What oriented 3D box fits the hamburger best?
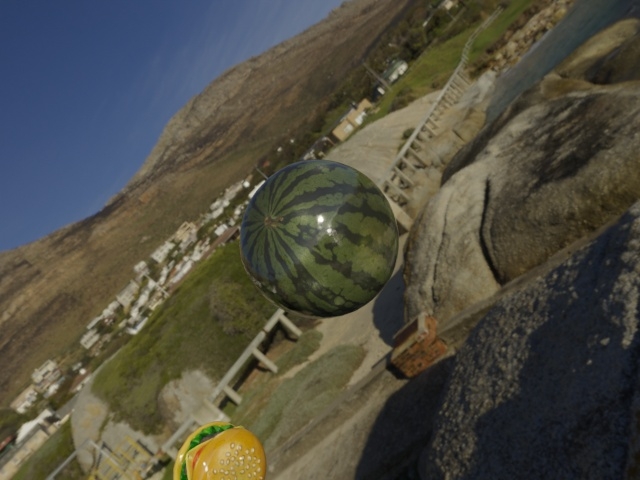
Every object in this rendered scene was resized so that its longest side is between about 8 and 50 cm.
[{"bbox_3d":[-0.175,0.402,0.806,0.115,0.162,0.162,-12,29,47],"label":"hamburger"}]

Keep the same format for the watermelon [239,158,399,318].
[{"bbox_3d":[0.000,0.000,0.605,0.212,0.212,0.212,-48,2,2],"label":"watermelon"}]
